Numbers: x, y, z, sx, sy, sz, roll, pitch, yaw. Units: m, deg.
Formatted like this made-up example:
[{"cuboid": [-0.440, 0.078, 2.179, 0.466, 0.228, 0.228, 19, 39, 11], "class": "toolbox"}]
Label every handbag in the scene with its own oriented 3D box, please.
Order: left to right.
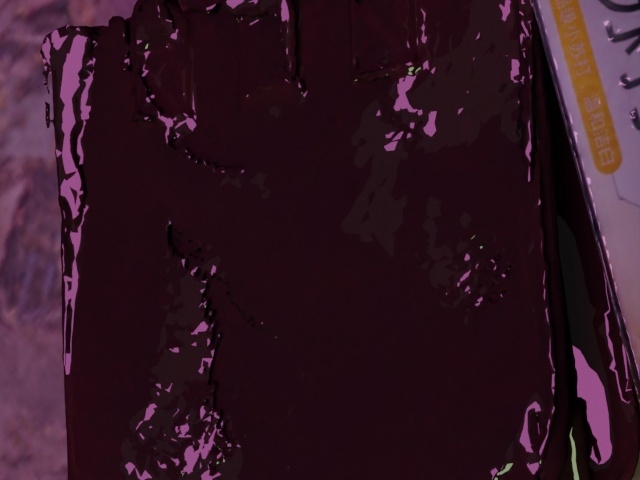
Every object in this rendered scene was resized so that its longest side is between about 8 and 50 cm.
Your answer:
[{"cuboid": [0.002, 0.001, 0.589, 0.203, 0.074, 0.216, -11, 77, 31], "class": "handbag"}]

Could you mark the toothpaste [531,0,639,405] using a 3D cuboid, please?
[{"cuboid": [0.116, -0.055, 0.512, 0.071, 0.089, 0.313, -22, 74, 34], "class": "toothpaste"}]
